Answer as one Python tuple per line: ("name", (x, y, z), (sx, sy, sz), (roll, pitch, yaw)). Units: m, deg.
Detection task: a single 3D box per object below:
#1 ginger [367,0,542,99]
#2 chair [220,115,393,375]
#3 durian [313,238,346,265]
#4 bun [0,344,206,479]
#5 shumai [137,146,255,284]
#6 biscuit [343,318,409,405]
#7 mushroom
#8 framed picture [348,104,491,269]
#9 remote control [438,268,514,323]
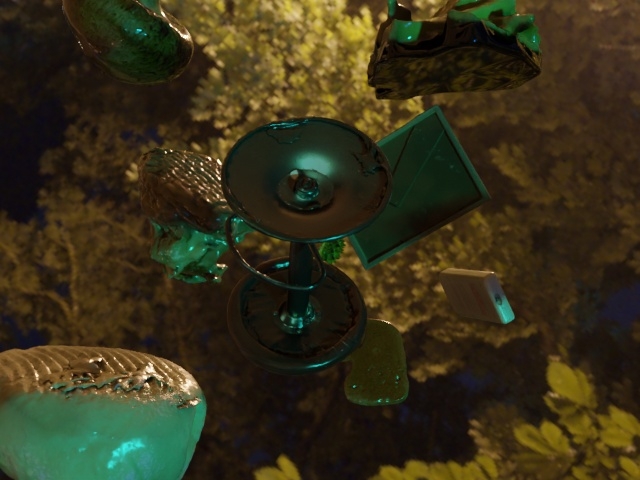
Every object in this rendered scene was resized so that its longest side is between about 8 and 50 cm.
("ginger", (0.247, -0.412, 1.916), (0.358, 0.413, 0.211), (-6, -97, 21))
("chair", (-0.026, 0.038, 1.412), (0.401, 0.227, 0.226), (94, 10, -52))
("durian", (0.000, 0.000, 2.066), (0.100, 0.086, 0.215), (-5, -117, 24))
("bun", (-0.260, 0.207, 1.088), (0.273, 0.273, 0.168), (24, -75, 63))
("shumai", (-0.282, -0.035, 2.118), (0.262, 0.314, 0.267), (-63, 167, 26))
("biscuit", (0.084, 0.253, 2.031), (0.186, 0.036, 0.192), (-5, -119, -2))
("mushroom", (-0.404, -0.534, 2.226), (0.356, 0.334, 0.331), (-49, 167, -12))
("framed picture", (0.135, -0.086, 1.644), (0.250, 0.184, 0.016), (-32, 174, 21))
("remote control", (0.255, 0.090, 1.632), (0.029, 0.087, 0.190), (-28, -173, -15))
